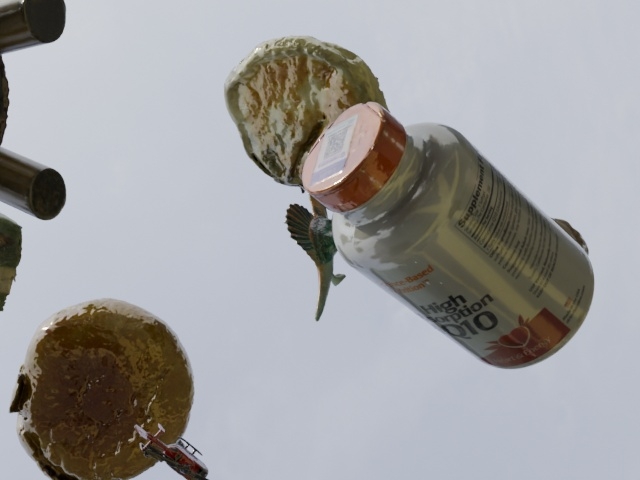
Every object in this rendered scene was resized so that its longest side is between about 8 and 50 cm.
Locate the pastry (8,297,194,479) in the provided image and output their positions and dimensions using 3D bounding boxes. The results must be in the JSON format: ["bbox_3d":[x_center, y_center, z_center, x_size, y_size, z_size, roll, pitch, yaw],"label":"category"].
[{"bbox_3d":[-0.402,0.280,1.457,0.164,0.356,0.356,56,-131,-77],"label":"pastry"}]

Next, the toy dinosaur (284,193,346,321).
[{"bbox_3d":[-0.003,0.002,0.887,0.106,0.044,0.187,49,-139,-7],"label":"toy dinosaur"}]

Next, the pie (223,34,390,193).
[{"bbox_3d":[-0.019,-0.202,1.371,0.077,0.339,0.339,-42,-64,-40],"label":"pie"}]

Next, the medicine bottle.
[{"bbox_3d":[0.117,-0.006,0.744,0.289,0.157,0.157,36,-109,-29],"label":"medicine bottle"}]

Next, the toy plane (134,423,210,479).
[{"bbox_3d":[-0.187,0.278,1.018,0.037,0.060,0.145,-46,-63,-6],"label":"toy plane"}]

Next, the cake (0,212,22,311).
[{"bbox_3d":[-0.569,0.002,1.087,0.172,0.283,0.158,-5,-68,-61],"label":"cake"}]

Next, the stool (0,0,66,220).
[{"bbox_3d":[-0.352,-0.124,0.681,0.272,0.178,0.272,-22,-64,-56],"label":"stool"}]

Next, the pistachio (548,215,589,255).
[{"bbox_3d":[0.254,0.026,0.997,0.108,0.185,0.126,-16,-84,-36],"label":"pistachio"}]
